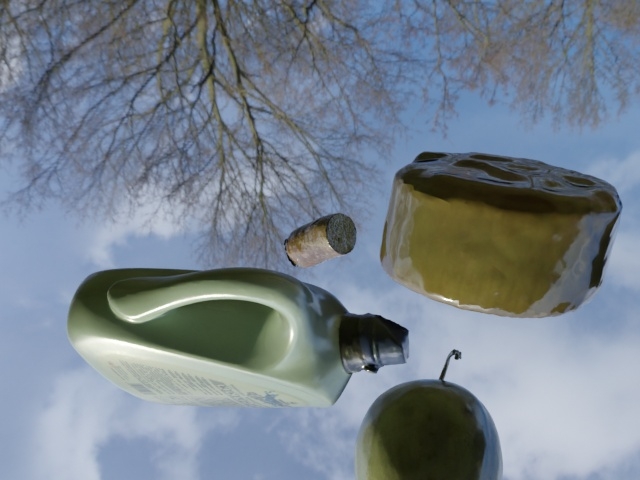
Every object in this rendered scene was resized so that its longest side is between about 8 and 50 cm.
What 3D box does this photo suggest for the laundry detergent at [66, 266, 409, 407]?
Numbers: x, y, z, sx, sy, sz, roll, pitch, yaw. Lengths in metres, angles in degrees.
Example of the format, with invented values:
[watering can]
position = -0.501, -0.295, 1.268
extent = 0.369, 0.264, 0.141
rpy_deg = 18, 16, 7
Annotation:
[laundry detergent]
position = -0.063, 0.089, 0.518
extent = 0.281, 0.215, 0.105
rpy_deg = -5, -126, 23

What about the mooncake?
[mooncake]
position = 0.223, -0.025, 0.716
extent = 0.285, 0.155, 0.284
rpy_deg = 4, -163, -1

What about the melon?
[melon]
position = 0.181, 0.379, 0.963
extent = 0.272, 0.271, 0.308
rpy_deg = 16, -150, 22

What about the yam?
[yam]
position = 0.003, 0.001, 0.969
extent = 0.127, 0.084, 0.084
rpy_deg = -18, -150, 51
